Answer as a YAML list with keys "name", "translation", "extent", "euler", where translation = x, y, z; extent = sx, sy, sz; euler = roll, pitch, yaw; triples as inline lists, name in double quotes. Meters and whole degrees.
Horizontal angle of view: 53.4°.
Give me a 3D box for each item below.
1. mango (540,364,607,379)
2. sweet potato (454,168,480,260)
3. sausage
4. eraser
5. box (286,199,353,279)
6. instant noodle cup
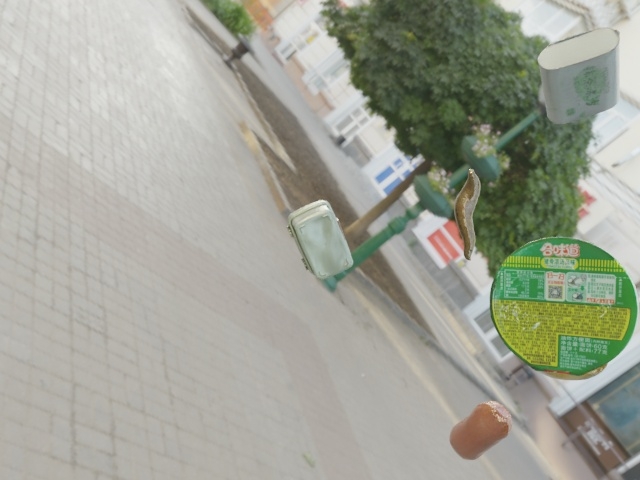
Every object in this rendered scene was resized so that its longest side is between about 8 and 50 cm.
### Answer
- name: "mango"
  translation: [0.617, 0.273, 1.581]
  extent: [0.195, 0.142, 0.331]
  euler: [10, 0, 40]
- name: "sweet potato"
  translation: [0.403, -0.071, 1.763]
  extent: [0.069, 0.249, 0.059]
  euler: [6, 2, 44]
- name: "sausage"
  translation: [0.312, 0.374, 1.247]
  extent: [0.077, 0.077, 0.194]
  euler: [55, -33, 25]
- name: "eraser"
  translation: [0.609, -0.379, 1.488]
  extent: [0.227, 0.174, 0.081]
  euler: [46, 36, -56]
- name: "box"
  translation: [0.000, 0.000, 1.837]
  extent: [0.129, 0.148, 0.210]
  euler: [-123, -171, -73]
- name: "instant noodle cup"
  translation: [0.391, 0.083, 1.017]
  extent: [0.207, 0.207, 0.232]
  euler: [53, 23, 9]
